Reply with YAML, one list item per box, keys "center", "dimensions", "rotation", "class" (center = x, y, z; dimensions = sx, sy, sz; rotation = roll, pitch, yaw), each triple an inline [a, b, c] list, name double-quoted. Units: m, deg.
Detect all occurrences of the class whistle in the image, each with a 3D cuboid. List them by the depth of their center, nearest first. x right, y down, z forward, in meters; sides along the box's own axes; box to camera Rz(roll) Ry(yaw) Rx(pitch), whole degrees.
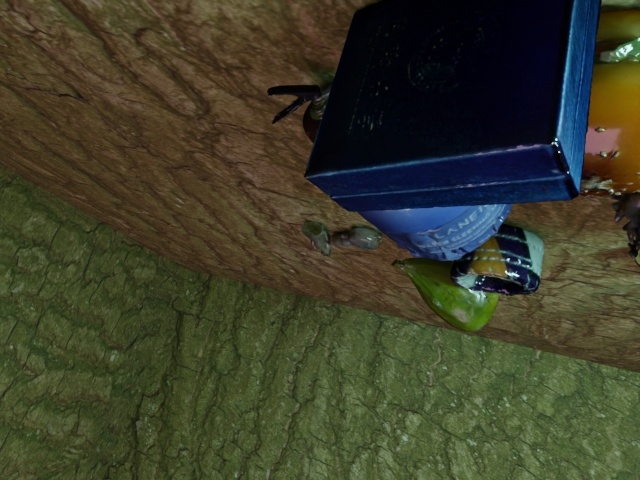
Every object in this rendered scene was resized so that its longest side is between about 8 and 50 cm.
- center: [0.113, -0.002, 1.416]
  dimensions: [0.107, 0.057, 0.220]
  rotation: [29, 161, -38]
  class: "whistle"

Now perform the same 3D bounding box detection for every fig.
- center: [0.401, 0.139, 1.323]
  dimensions: [0.314, 0.233, 0.233]
  rotation: [30, 158, -26]
  class: "fig"

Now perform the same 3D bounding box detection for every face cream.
- center: [0.170, -0.114, 0.696]
  dimensions: [0.249, 0.249, 0.225]
  rotation: [3, 162, 36]
  class: "face cream"

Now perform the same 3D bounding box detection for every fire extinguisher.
- center: [0.027, -0.186, 0.812]
  dimensions: [0.138, 0.102, 0.344]
  rotation: [-22, 148, 20]
  class: "fire extinguisher"

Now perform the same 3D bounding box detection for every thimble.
- center: [0.455, 0.057, 1.136]
  dimensions: [0.237, 0.150, 0.237]
  rotation: [14, 164, 4]
  class: "thimble"

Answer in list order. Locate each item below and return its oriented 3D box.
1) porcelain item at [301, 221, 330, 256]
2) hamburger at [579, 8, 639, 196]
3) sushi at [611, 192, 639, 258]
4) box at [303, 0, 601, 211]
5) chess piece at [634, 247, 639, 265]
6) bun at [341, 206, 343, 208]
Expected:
- center: [0.000, 0.000, 1.524]
  dimensions: [0.084, 0.054, 0.213]
  rotation: [12, 162, 20]
  class: "porcelain item"
- center: [0.357, -0.149, 0.546]
  dimensions: [0.246, 0.170, 0.246]
  rotation: [16, 165, 4]
  class: "hamburger"
- center: [0.627, -0.036, 0.564]
  dimensions: [0.417, 0.176, 0.417]
  rotation: [1, 165, 0]
  class: "sushi"
- center: [0.143, -0.176, 0.496]
  dimensions: [0.279, 0.261, 0.116]
  rotation: [0, 158, 42]
  class: "box"
- center: [0.805, 0.062, 0.999]
  dimensions: [0.172, 0.060, 0.060]
  rotation: [21, 162, -24]
  class: "chess piece"
- center: [0.070, -0.119, 1.031]
  dimensions: [0.138, 0.094, 0.138]
  rotation: [17, 161, 6]
  class: "bun"
